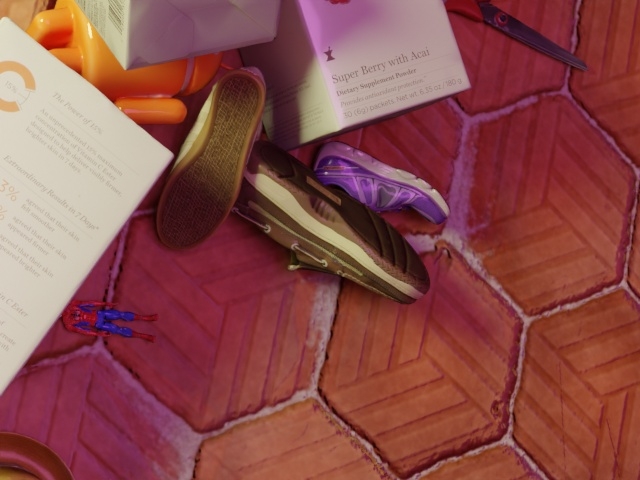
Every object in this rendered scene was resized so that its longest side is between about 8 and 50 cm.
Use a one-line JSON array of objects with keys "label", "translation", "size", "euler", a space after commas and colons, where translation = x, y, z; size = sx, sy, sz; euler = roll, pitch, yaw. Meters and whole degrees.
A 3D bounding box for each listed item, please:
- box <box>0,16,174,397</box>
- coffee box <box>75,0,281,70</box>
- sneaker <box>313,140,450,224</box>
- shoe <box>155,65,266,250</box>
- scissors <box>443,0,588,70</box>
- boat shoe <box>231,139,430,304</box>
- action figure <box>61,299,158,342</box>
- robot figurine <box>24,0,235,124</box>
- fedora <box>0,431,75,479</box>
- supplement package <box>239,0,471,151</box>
[{"label": "box", "translation": [-0.342, -0.007, 1.600], "size": [0.215, 0.168, 0.345], "euler": [40, 69, -16]}, {"label": "coffee box", "translation": [-0.178, -0.311, 1.651], "size": [0.168, 0.118, 0.297], "euler": [-15, 46, -26]}, {"label": "sneaker", "translation": [0.067, -0.054, 1.873], "size": [0.170, 0.068, 0.071], "euler": [23, 89, -13]}, {"label": "shoe", "translation": [-0.111, -0.088, 1.745], "size": [0.077, 0.058, 0.219], "euler": [25, 111, -7]}, {"label": "scissors", "translation": [0.196, -0.267, 1.977], "size": [0.297, 0.021, 0.109], "euler": [41, 66, -17]}, {"label": "boat shoe", "translation": [0.001, -0.004, 1.816], "size": [0.257, 0.095, 0.095], "euler": [38, 27, -11]}, {"label": "action figure", "translation": [-0.227, 0.083, 1.724], "size": [0.115, 0.030, 0.038], "euler": [10, 85, -22]}, {"label": "robot figurine", "translation": [-0.195, -0.209, 1.718], "size": [0.219, 0.158, 0.128], "euler": [-8, 130, -26]}, {"label": "fedora", "translation": [-0.319, 0.282, 1.625], "size": [0.194, 0.079, 0.194], "euler": [3, 83, -25]}, {"label": "supplement package", "translation": [0.010, -0.266, 1.797], "size": [0.178, 0.175, 0.292], "euler": [-20, 92, -25]}]
